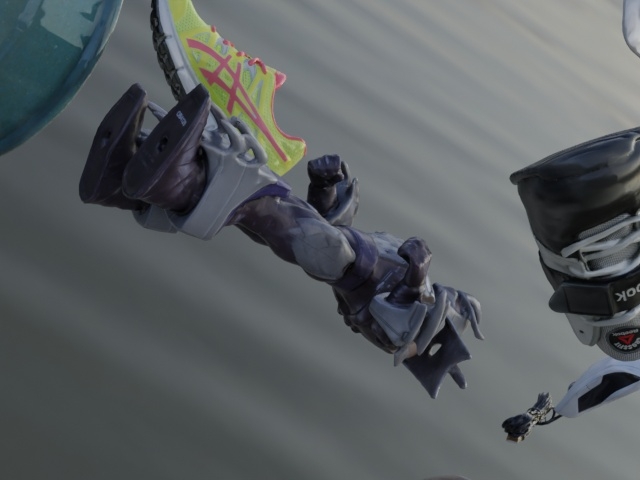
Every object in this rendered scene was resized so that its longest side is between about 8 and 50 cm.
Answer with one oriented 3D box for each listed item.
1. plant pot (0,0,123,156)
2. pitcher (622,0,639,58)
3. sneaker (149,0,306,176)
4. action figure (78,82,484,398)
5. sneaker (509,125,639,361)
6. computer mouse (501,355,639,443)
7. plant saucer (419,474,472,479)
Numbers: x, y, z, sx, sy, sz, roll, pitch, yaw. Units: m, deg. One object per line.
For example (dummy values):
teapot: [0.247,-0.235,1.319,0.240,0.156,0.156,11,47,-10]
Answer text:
plant pot: [-0.417,-0.285,1.775,0.334,0.341,0.341,28,20,-49]
pitcher: [0.332,-0.263,1.538,0.125,0.207,0.178,-5,76,-71]
sneaker: [-0.081,-0.140,1.628,0.208,0.094,0.081,64,-8,-2]
action figure: [0.000,0.000,1.138,0.285,0.099,0.185,28,5,-33]
sneaker: [0.220,0.009,1.358,0.330,0.122,0.146,37,36,-74]
computer mouse: [0.272,0.150,1.900,0.106,0.193,0.042,-19,81,-54]
plant saucer: [0.131,0.215,1.257,0.168,0.029,0.168,45,-12,12]
